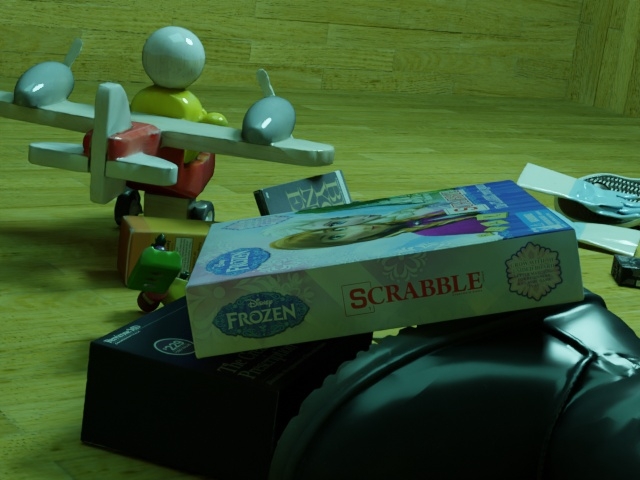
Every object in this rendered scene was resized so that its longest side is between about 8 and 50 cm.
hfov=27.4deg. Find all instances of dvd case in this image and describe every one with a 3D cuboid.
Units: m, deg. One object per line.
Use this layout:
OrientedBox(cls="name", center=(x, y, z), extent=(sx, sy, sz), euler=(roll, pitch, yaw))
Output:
OrientedBox(cls="dvd case", center=(0.000, 0.000, 1.677), extent=(0.018, 0.165, 0.221), euler=(-19, 0, 28))

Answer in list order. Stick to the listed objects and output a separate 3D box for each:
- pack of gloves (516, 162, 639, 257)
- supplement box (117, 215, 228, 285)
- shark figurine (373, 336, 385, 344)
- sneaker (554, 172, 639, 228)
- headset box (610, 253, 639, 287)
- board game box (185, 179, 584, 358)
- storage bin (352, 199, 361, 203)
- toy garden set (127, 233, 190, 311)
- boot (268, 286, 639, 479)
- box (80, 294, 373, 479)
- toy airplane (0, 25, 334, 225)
OrientedBox(cls="pack of gloves", center=(0.439, -0.041, 2.264), extent=(0.232, 0.046, 0.195), euler=(18, 36, 14))
OrientedBox(cls="supplement box", center=(-0.138, 0.018, 1.683), extent=(0.233, 0.080, 0.078), euler=(2, 16, -18))
OrientedBox(cls="shark figurine", center=(0.167, 0.099, 1.551), extent=(0.116, 0.166, 0.278), euler=(-13, 19, 34))
OrientedBox(cls="sneaker", center=(0.550, -0.058, 2.396), extent=(0.290, 0.106, 0.123), euler=(-4, -19, -14))
OrientedBox(cls="headset box", center=(0.479, 0.047, 1.999), extent=(0.062, 0.032, 0.083), euler=(8, 15, 2))
OrientedBox(cls="board game box", center=(0.048, 0.016, 1.199), extent=(0.318, 0.066, 0.319), euler=(-9, 10, 0))
OrientedBox(cls="storage bin", center=(-0.011, -0.022, 1.900), extent=(0.091, 0.098, 0.135), euler=(6, 9, 42))
OrientedBox(cls="toy garden set", center=(-0.091, 0.047, 1.470), extent=(0.244, 0.049, 0.204), euler=(9, -18, -13))
OrientedBox(cls="boot", center=(0.229, 0.212, 0.971), extent=(0.367, 0.146, 0.445), euler=(-26, 42, -27))
OrientedBox(cls="box", center=(-0.078, 0.127, 1.234), extent=(0.184, 0.103, 0.261), euler=(10, 14, 18))
OrientedBox(cls="toy airplane", center=(-0.227, -0.161, 1.752), extent=(0.386, 0.272, 0.384), euler=(15, -6, -33))
